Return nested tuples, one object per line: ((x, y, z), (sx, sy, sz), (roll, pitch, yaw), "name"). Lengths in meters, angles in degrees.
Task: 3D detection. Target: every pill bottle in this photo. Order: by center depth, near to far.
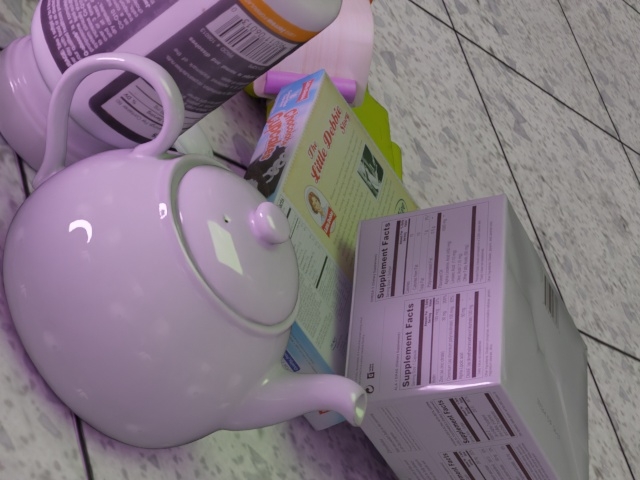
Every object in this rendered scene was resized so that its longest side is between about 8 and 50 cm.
((-0.132, -0.171, 1.440), (0.162, 0.278, 0.162), (42, 29, -29), "pill bottle")

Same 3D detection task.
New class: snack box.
((0.000, 0.000, 1.653), (0.187, 0.060, 0.322), (54, 30, -24), "snack box")

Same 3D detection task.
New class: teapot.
((-0.106, 0.020, 1.358), (0.256, 0.187, 0.253), (33, 36, -41), "teapot")

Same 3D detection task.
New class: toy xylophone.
((-0.050, -0.269, 1.867), (0.236, 0.081, 0.323), (11, 37, -7), "toy xylophone")

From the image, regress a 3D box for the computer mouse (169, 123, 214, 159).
((-0.148, -0.122, 1.635), (0.193, 0.042, 0.106), (56, 24, 0), "computer mouse")

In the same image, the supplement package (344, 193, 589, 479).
((0.140, 0.122, 1.617), (0.262, 0.145, 0.204), (57, 30, -46), "supplement package")

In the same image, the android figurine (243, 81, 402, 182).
((0.008, -0.125, 1.905), (0.248, 0.056, 0.273), (40, 29, -31), "android figurine")
